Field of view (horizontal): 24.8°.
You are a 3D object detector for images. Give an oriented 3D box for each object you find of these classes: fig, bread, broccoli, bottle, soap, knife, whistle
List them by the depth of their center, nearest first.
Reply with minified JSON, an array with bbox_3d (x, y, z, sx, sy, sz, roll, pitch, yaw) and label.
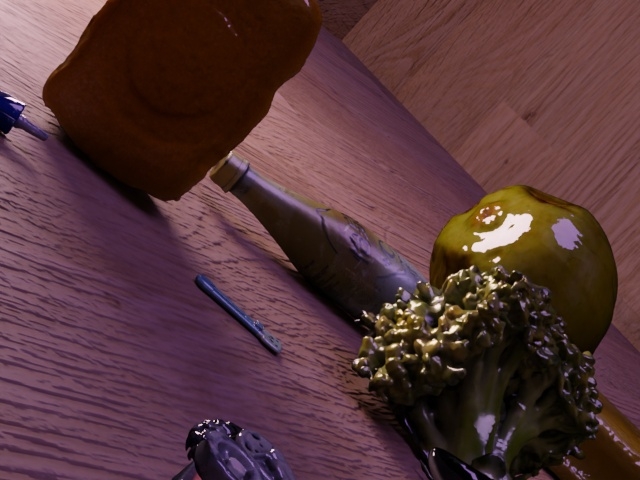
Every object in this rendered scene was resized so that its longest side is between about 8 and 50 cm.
[{"bbox_3d":[-0.253,-0.103,1.151,0.083,0.029,0.033,33,-3,-14],"label":"whistle"},{"bbox_3d":[-0.068,0.061,1.227,0.096,0.010,0.027,41,11,-8],"label":"knife"},{"bbox_3d":[-0.121,-0.162,1.292,0.174,0.245,0.121,41,1,-15],"label":"bread"},{"bbox_3d":[0.165,0.131,1.336,0.242,0.180,0.273,39,12,-24],"label":"broccoli"},{"bbox_3d":[0.000,0.000,1.502,0.270,0.083,0.083,39,12,-14],"label":"bottle"},{"bbox_3d":[0.381,0.296,1.722,0.315,0.091,0.199,43,12,0],"label":"soap"},{"bbox_3d":[0.270,0.065,1.851,0.271,0.239,0.239,51,7,-25],"label":"fig"}]

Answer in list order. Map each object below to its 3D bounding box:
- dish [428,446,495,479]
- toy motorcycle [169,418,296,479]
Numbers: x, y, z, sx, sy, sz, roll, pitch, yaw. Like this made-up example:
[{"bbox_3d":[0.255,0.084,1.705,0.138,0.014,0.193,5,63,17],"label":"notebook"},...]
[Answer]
[{"bbox_3d":[0.143,0.278,0.863,0.303,0.120,0.303,41,11,-10],"label":"dish"},{"bbox_3d":[-0.028,0.179,0.685,0.173,0.108,0.307,48,13,-2],"label":"toy motorcycle"}]
